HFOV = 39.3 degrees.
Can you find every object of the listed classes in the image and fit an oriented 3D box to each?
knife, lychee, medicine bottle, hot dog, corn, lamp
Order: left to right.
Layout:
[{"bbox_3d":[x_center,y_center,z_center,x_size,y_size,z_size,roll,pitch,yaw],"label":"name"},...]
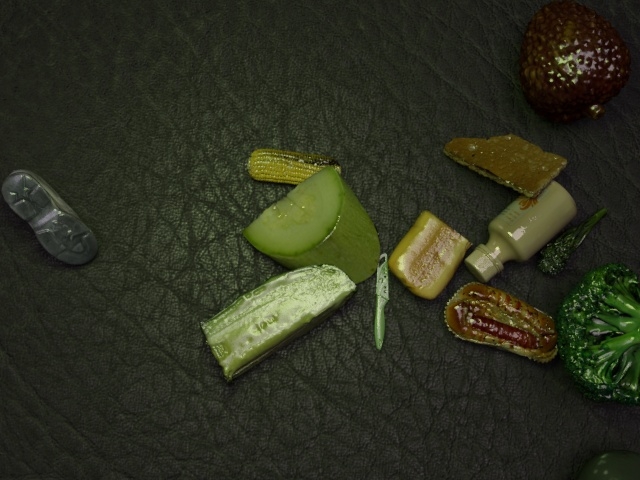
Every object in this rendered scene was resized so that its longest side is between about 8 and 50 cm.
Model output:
[{"bbox_3d":[-0.054,-0.153,1.903,0.203,0.072,0.072,7,82,-2],"label":"corn"},{"bbox_3d":[0.131,0.129,1.897,0.030,0.014,0.207,2,81,0],"label":"knife"},{"bbox_3d":[0.382,0.174,1.872,0.253,0.069,0.131,23,81,0],"label":"hot dog"},{"bbox_3d":[0.413,-0.015,1.877,0.252,0.114,0.114,-41,85,-7],"label":"medicine bottle"},{"bbox_3d":[0.522,-0.371,1.876,0.236,0.236,0.271,-14,67,-4],"label":"lychee"},{"bbox_3d":[0.607,0.567,1.800,0.182,0.182,0.313,-11,112,-4],"label":"lamp"}]

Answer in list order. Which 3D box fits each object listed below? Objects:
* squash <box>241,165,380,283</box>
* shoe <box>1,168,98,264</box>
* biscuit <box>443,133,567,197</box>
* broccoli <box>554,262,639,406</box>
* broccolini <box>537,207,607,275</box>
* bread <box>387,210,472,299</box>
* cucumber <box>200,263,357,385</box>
[{"bbox_3d":[0.000,0.000,1.886,0.237,0.155,0.204,-38,59,6],"label":"squash"},{"bbox_3d":[-0.559,-0.055,1.855,0.095,0.137,0.245,-39,116,0],"label":"shoe"},{"bbox_3d":[0.389,-0.175,1.901,0.237,0.026,0.131,31,58,32],"label":"biscuit"},{"bbox_3d":[0.602,0.189,1.768,0.298,0.297,0.297,5,79,-31],"label":"broccoli"},{"bbox_3d":[0.533,-0.005,1.915,0.068,0.091,0.202,28,60,32],"label":"broccolini"},{"bbox_3d":[0.225,0.033,1.878,0.134,0.085,0.173,38,81,0],"label":"bread"},{"bbox_3d":[-0.083,0.152,1.838,0.325,0.105,0.145,-32,81,-1],"label":"cucumber"}]
